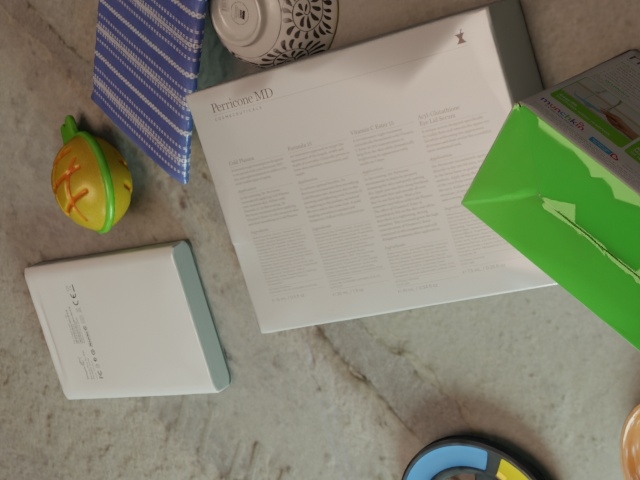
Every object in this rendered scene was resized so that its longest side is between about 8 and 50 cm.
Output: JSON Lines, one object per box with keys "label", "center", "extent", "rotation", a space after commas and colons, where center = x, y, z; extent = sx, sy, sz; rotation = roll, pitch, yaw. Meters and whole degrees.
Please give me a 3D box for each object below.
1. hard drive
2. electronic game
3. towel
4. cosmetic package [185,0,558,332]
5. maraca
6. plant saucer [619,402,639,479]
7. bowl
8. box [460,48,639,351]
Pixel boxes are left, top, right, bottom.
{"label": "hard drive", "center": [-0.268, 0.114, 1.860], "extent": [0.307, 0.040, 0.203], "rotation": [-8, 103, 40]}
{"label": "electronic game", "center": [0.189, 0.333, 1.583], "extent": [0.229, 0.048, 0.229], "rotation": [16, 117, 33]}
{"label": "towel", "center": [-0.195, -0.267, 1.602], "extent": [0.243, 0.040, 0.336], "rotation": [42, 133, 43]}
{"label": "cosmetic package", "center": [0.065, -0.071, 1.453], "extent": [0.377, 0.097, 0.284], "rotation": [-11, 103, 32]}
{"label": "maraca", "center": [-0.304, -0.086, 1.774], "extent": [0.186, 0.099, 0.127], "rotation": [49, 138, 46]}
{"label": "plant saucer", "center": [0.388, 0.240, 1.367], "extent": [0.200, 0.037, 0.200], "rotation": [33, 136, 40]}
{"label": "bowl", "center": [-0.071, -0.261, 1.523], "extent": [0.170, 0.080, 0.170], "rotation": [15, 116, 33]}
{"label": "box", "center": [0.304, -0.033, 1.218], "extent": [0.262, 0.231, 0.127], "rotation": [41, 128, 18]}
